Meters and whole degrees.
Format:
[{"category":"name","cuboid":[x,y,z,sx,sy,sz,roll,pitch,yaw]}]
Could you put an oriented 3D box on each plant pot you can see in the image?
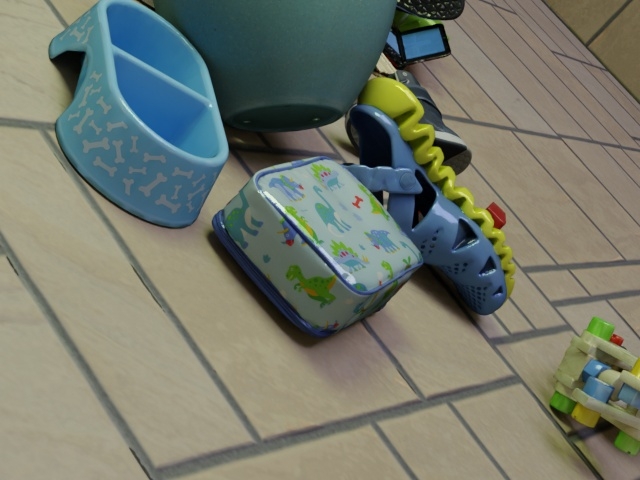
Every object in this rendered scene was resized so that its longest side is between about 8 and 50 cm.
[{"category":"plant pot","cuboid":[-0.048,-0.231,1.381,0.290,0.290,0.195,8,76,-54]}]

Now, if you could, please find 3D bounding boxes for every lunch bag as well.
[{"category":"lunch bag","cuboid":[0.000,0.000,1.233,0.176,0.090,0.219,48,23,8]}]

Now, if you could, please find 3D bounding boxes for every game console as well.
[{"category":"game console","cuboid":[0.145,-0.357,2.083,0.124,0.085,0.144,41,22,-23]}]

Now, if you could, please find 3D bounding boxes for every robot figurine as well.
[{"category":"robot figurine","cuboid":[0.178,-0.389,2.217,0.115,0.067,0.101,46,35,7]}]

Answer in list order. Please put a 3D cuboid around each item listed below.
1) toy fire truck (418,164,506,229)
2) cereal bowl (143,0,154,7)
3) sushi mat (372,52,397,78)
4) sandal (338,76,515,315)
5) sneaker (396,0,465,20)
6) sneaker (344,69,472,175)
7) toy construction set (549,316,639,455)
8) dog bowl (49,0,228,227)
[{"category":"toy fire truck","cuboid":[0.176,-0.039,1.640,0.135,0.047,0.192,45,24,0]},{"category":"cereal bowl","cuboid":[-0.196,-0.433,1.600,0.339,0.141,0.339,36,24,-19]},{"category":"sushi mat","cuboid":[0.007,-0.368,1.799,0.316,0.019,0.151,56,15,8]},{"category":"sandal","cuboid":[0.109,-0.030,1.445,0.317,0.138,0.126,53,-18,-14]},{"category":"sneaker","cuboid":[0.144,-0.445,2.157,0.235,0.084,0.097,17,11,9]},{"category":"sneaker","cuboid":[0.092,-0.176,1.690,0.226,0.086,0.163,18,33,-44]},{"category":"toy construction set","cuboid":[0.406,0.203,1.463,0.328,0.151,0.215,39,-2,-30]},{"category":"dog bowl","cuboid":[-0.175,-0.138,1.210,0.166,0.074,0.297,28,28,-32]}]
